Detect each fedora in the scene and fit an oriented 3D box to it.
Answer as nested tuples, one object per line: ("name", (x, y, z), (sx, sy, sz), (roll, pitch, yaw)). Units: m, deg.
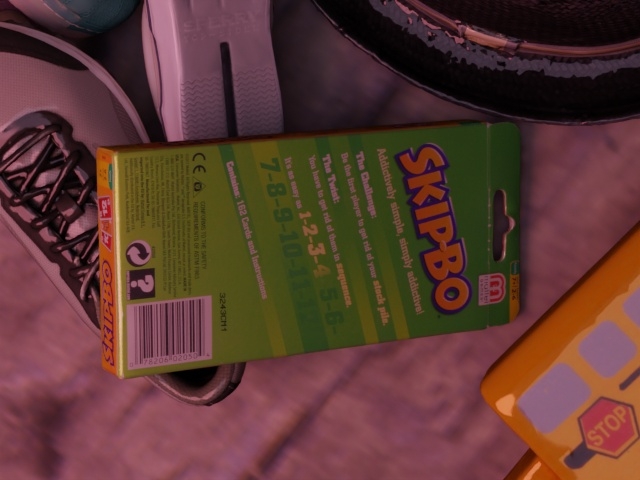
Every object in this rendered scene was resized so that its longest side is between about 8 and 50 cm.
("fedora", (0.116, -0.216, 1.045), (0.334, 0.152, 0.334), (1, 96, 8))

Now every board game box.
("board game box", (0.000, 0.000, 1.081), (0.259, 0.039, 0.124), (-5, 102, -26))

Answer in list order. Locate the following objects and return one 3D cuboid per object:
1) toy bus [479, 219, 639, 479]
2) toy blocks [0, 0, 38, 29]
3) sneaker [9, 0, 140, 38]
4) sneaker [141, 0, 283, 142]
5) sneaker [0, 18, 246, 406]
("toy bus", (0.205, 0.057, 1.081), (0.130, 0.108, 0.333), (45, 101, 3))
("toy blocks", (-0.351, -0.145, 1.121), (0.288, 0.309, 0.260), (-43, 55, -1))
("sneaker", (-0.145, -0.224, 1.032), (0.121, 0.302, 0.108), (-15, 53, 12))
("sneaker", (-0.071, -0.157, 1.094), (0.094, 0.091, 0.258), (-5, 108, -22))
("sneaker", (-0.125, -0.015, 1.088), (0.100, 0.108, 0.271), (-37, 111, 8))
